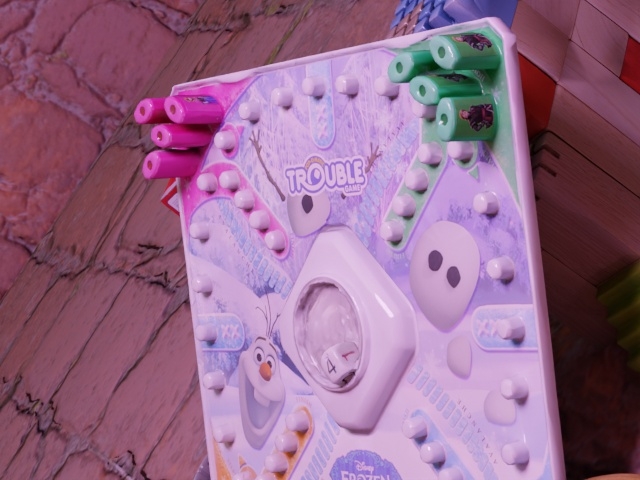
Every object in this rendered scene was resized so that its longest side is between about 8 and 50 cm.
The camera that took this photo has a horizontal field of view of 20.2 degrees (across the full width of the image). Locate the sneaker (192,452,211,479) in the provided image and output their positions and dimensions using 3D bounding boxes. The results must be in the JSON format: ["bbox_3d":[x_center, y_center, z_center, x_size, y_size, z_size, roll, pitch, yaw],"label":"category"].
[{"bbox_3d":[-0.116,0.317,1.525,0.297,0.111,0.129,-61,5,-28],"label":"sneaker"}]

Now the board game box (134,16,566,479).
[{"bbox_3d":[0.006,0.065,1.260,0.390,0.050,0.390,-4,93,53],"label":"board game box"}]

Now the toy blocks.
[{"bbox_3d":[0.160,-0.113,1.310,0.191,0.261,0.381,-39,24,44],"label":"toy blocks"}]

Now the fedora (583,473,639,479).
[{"bbox_3d":[0.163,0.227,1.031,0.194,0.079,0.194,-34,32,25],"label":"fedora"}]

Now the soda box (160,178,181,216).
[{"bbox_3d":[0.000,0.000,1.494,0.083,0.263,0.092,-42,17,30],"label":"soda box"}]
